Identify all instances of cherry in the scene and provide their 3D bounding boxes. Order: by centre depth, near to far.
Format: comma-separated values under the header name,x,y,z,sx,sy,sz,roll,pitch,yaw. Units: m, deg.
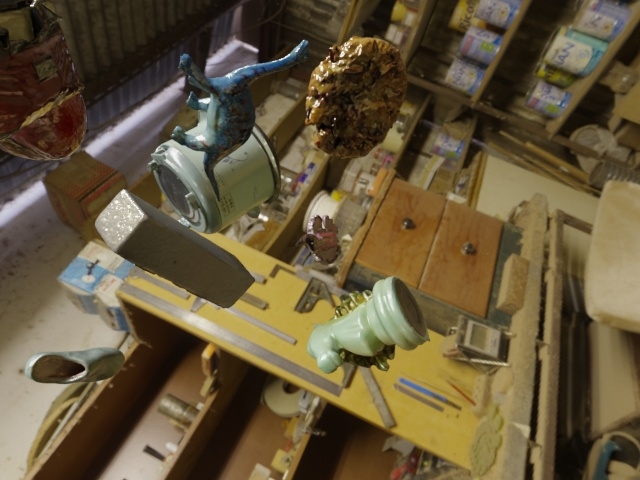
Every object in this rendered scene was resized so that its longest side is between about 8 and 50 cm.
name,x,y,z,sx,sy,sz,roll,pitch,yaw
cherry,-0.674,-0.313,1.018,0.206,0.239,0.239,47,-117,-45

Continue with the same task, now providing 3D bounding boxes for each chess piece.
name,x,y,z,sx,sy,sz,roll,pitch,yaw
chess piece,0.087,0.217,0.997,0.298,0.175,0.176,-30,8,23

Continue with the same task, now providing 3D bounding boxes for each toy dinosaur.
name,x,y,z,sx,sy,sz,roll,pitch,yaw
toy dinosaur,-0.155,-0.196,0.640,0.329,0.144,0.076,-48,23,37

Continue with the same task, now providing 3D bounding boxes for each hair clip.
name,x,y,z,sx,sy,sz,roll,pitch,yaw
hair clip,-0.008,0.001,1.338,0.300,0.069,0.172,-9,-87,-73

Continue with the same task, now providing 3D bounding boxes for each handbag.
name,x,y,z,sx,sy,sz,roll,pitch,yaw
handbag,-0.459,-0.259,0.575,0.254,0.181,0.181,-75,-11,-49

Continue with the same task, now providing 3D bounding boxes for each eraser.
name,x,y,z,sx,sy,sz,roll,pitch,yaw
eraser,-0.315,0.032,0.945,0.111,0.352,0.077,-47,36,9

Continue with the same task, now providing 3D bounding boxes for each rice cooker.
name,x,y,z,sx,sy,sz,roll,pitch,yaw
rice cooker,-0.247,-0.175,1.063,0.317,0.264,0.316,-7,-78,-38

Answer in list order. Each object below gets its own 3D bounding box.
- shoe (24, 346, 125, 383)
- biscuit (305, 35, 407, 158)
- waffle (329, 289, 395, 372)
name,x,y,z,sx,sy,sz,roll,pitch,yaw
shoe,-0.508,0.274,0.896,0.195,0.078,0.079,17,-91,-46
biscuit,0.102,-0.379,1.162,0.081,0.290,0.334,58,134,51
waffle,0.117,0.236,1.142,0.054,0.224,0.203,27,-110,-50
